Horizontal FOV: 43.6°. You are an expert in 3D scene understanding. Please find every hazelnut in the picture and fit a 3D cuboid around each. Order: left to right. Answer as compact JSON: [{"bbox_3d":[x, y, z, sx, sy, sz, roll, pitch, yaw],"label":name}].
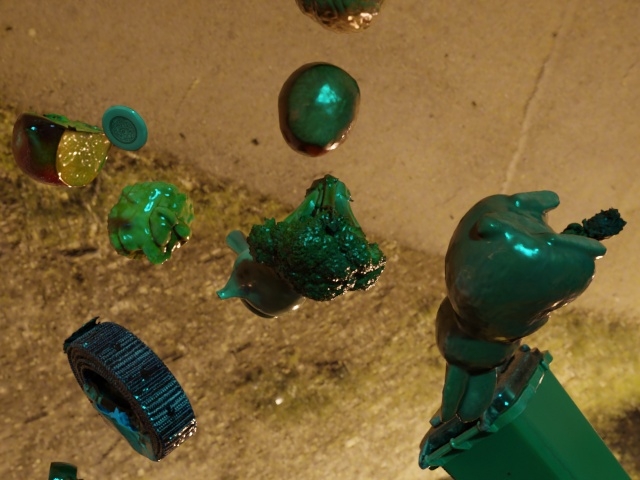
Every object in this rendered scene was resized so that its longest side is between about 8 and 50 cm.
[{"bbox_3d":[-0.011,-0.285,1.744,0.176,0.214,0.214,21,128,-21],"label":"hazelnut"}]

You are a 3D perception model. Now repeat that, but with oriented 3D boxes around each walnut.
[{"bbox_3d":[0.046,-0.556,1.715,0.225,0.225,0.261,-37,166,12],"label":"walnut"}]

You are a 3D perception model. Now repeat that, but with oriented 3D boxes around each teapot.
[{"bbox_3d":[-0.516,0.488,1.623,0.068,0.076,0.121,7,162,-15],"label":"teapot"},{"bbox_3d":[-0.144,0.081,2.097,0.219,0.318,0.149,29,117,-16],"label":"teapot"}]

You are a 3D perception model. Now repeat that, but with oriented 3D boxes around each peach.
[{"bbox_3d":[-0.584,-0.195,1.737,0.267,0.158,0.154,-23,128,-76],"label":"peach"}]

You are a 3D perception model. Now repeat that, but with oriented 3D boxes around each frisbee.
[{"bbox_3d":[-0.428,-0.243,1.747,0.110,0.110,0.014,-54,-176,36],"label":"frisbee"}]

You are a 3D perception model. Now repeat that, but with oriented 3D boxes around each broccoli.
[{"bbox_3d":[0.000,0.000,1.849,0.303,0.284,0.321,-1,159,24],"label":"broccoli"}]

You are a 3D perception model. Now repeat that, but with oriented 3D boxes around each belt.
[{"bbox_3d":[-0.378,0.299,1.596,0.122,0.324,0.260,-36,138,-35],"label":"belt"}]

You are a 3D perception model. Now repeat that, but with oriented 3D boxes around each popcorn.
[{"bbox_3d":[-0.464,-0.055,2.192,0.256,0.255,0.195,-29,144,-19],"label":"popcorn"}]

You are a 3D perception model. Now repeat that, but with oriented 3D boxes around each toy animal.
[{"bbox_3d":[0.158,0.069,0.777,0.127,0.125,0.251,22,125,-1],"label":"toy animal"}]

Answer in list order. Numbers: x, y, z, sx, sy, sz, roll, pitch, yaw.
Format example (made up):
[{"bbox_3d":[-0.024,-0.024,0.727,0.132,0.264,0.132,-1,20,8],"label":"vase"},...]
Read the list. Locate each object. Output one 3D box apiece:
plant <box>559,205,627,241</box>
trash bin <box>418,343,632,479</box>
[{"bbox_3d":[0.621,-0.021,1.843,0.174,0.087,0.085,-20,140,-2],"label":"plant"},{"bbox_3d":[0.397,0.421,1.486,0.259,0.381,0.295,-46,172,34],"label":"trash bin"}]
